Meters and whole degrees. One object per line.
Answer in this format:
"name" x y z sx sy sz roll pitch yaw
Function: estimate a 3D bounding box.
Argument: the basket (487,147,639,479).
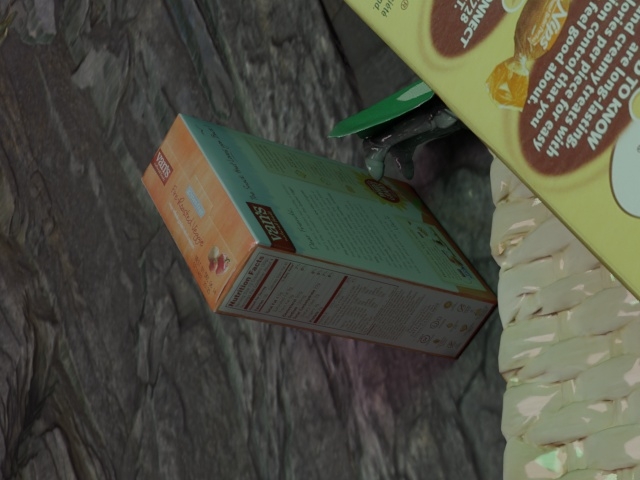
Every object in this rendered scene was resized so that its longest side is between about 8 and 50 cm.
"basket" 0.271 -0.010 0.633 0.331 0.266 0.328 -23 62 47

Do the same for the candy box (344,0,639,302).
"candy box" 0.128 -0.057 0.461 0.087 0.183 0.316 -59 41 22

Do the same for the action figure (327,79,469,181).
"action figure" 0.133 -0.116 0.972 0.232 0.137 0.063 -31 79 32

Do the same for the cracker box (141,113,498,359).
"cracker box" 0.000 0.000 0.984 0.067 0.232 0.156 -56 42 22
